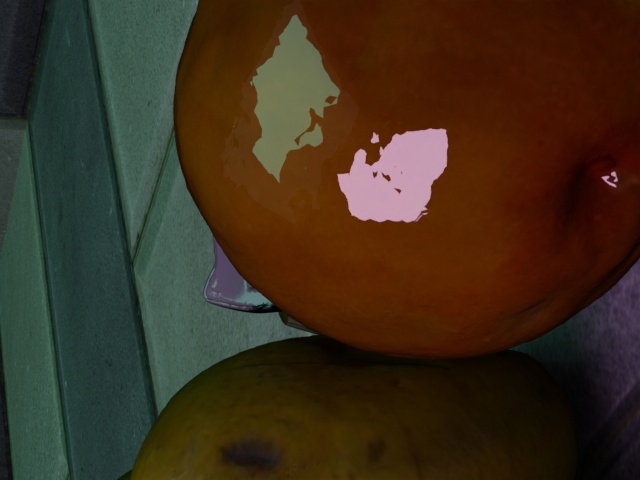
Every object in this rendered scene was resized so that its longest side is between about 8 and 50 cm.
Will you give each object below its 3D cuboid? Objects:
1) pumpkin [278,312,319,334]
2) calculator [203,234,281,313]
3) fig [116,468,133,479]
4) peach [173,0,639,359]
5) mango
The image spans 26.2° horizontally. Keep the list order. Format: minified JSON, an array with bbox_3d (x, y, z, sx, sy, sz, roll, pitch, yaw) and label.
[{"bbox_3d":[-0.014,-0.004,1.381,0.217,0.110,0.218,175,90,-68],"label":"pumpkin"},{"bbox_3d":[0.002,-0.036,1.244,0.294,0.043,0.194,-13,75,42],"label":"calculator"},{"bbox_3d":[-0.168,0.356,1.631,0.230,0.207,0.207,36,-127,-80],"label":"fig"},{"bbox_3d":[0.080,-0.089,0.839,0.301,0.342,0.343,32,121,41],"label":"peach"},{"bbox_3d":[0.035,0.156,0.919,0.252,0.365,0.182,7,102,36],"label":"mango"}]
